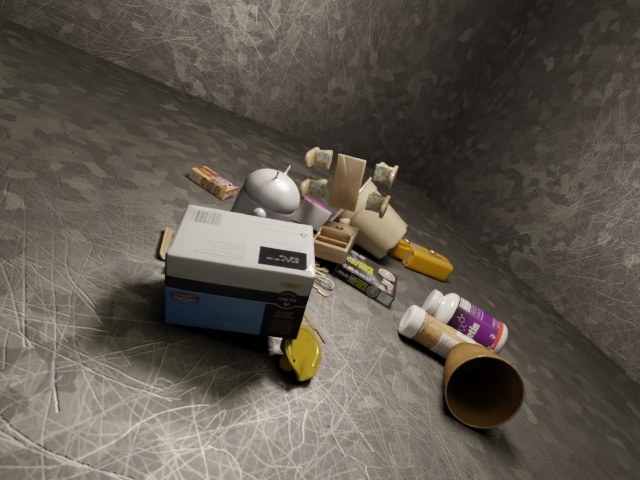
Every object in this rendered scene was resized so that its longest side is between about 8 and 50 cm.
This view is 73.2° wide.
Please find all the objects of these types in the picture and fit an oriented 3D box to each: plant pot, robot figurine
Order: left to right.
[{"bbox_3d":[-0.200,-0.095,1.478,0.199,0.354,0.300,27,21,-9],"label":"robot figurine"},{"bbox_3d":[0.245,-0.086,2.126,0.305,0.334,0.334,42,22,-2],"label":"plant pot"},{"bbox_3d":[0.505,0.442,1.427,0.237,0.237,0.254,30,9,-1],"label":"plant pot"}]

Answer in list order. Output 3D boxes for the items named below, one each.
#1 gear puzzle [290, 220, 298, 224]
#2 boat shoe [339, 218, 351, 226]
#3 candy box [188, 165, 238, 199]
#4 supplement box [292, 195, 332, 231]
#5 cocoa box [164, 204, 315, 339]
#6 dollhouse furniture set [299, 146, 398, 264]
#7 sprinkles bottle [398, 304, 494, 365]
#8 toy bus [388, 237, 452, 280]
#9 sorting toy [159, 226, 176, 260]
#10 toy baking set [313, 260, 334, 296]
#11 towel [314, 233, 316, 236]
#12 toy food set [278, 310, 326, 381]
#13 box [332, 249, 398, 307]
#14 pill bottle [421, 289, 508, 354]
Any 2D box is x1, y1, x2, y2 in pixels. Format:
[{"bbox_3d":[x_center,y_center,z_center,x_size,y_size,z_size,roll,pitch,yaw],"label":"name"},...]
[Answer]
[{"bbox_3d":[-0.226,-0.114,1.901,0.338,0.044,0.175,34,15,8],"label":"gear puzzle"},{"bbox_3d":[0.104,-0.033,1.996,0.059,0.170,0.063,12,35,9],"label":"boat shoe"},{"bbox_3d":[-0.467,-0.252,1.883,0.186,0.053,0.109,32,22,8],"label":"candy box"},{"bbox_3d":[-0.072,-0.138,1.998,0.220,0.114,0.111,22,16,-39],"label":"supplement box"},{"bbox_3d":[-0.205,0.085,1.129,0.346,0.228,0.231,10,35,-9],"label":"cocoa box"},{"bbox_3d":[0.083,-0.143,1.770,0.361,0.394,0.256,16,26,11],"label":"dollhouse furniture set"},{"bbox_3d":[0.470,0.379,1.611,0.355,0.121,0.121,31,22,0],"label":"sprinkles bottle"},{"bbox_3d":[0.533,0.102,2.299,0.332,0.108,0.130,21,25,-23],"label":"toy bus"},{"bbox_3d":[-0.406,0.022,1.380,0.195,0.047,0.348,21,24,-23],"label":"sorting toy"},{"bbox_3d":[-0.041,0.113,1.661,0.196,0.030,0.256,22,23,-20],"label":"toy baking set"},{"bbox_3d":[0.000,0.000,1.981,0.060,0.009,0.083,25,23,-14],"label":"towel"},{"bbox_3d":[-0.063,0.304,1.197,0.128,0.071,0.218,53,23,-7],"label":"toy food set"},{"bbox_3d":[0.196,0.150,1.836,0.270,0.060,0.216,31,23,2],"label":"box"},{"bbox_3d":[0.573,0.338,1.746,0.322,0.182,0.181,32,22,5],"label":"pill bottle"}]
